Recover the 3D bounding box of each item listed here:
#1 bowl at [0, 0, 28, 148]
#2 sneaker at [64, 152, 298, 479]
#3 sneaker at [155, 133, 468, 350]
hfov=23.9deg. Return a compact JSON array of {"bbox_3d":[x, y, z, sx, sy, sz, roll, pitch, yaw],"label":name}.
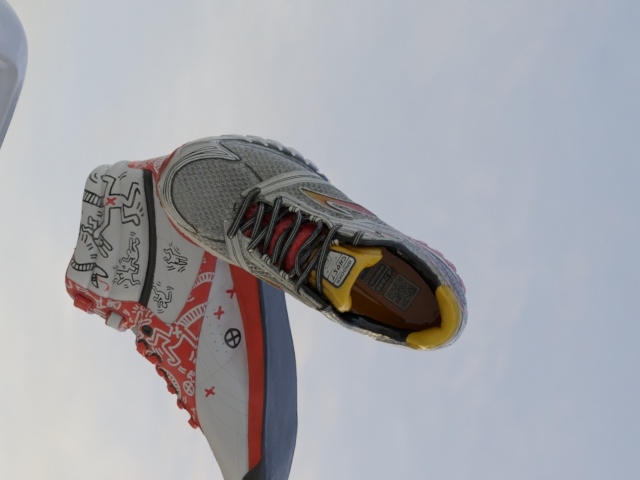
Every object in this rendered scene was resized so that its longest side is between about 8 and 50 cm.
[{"bbox_3d":[-0.151,-0.033,0.449,0.053,0.142,0.142,20,-94,35],"label":"bowl"},{"bbox_3d":[-0.101,0.068,1.095,0.090,0.145,0.270,-46,133,-68],"label":"sneaker"},{"bbox_3d":[0.000,0.000,0.970,0.088,0.225,0.093,-64,-175,5],"label":"sneaker"}]
